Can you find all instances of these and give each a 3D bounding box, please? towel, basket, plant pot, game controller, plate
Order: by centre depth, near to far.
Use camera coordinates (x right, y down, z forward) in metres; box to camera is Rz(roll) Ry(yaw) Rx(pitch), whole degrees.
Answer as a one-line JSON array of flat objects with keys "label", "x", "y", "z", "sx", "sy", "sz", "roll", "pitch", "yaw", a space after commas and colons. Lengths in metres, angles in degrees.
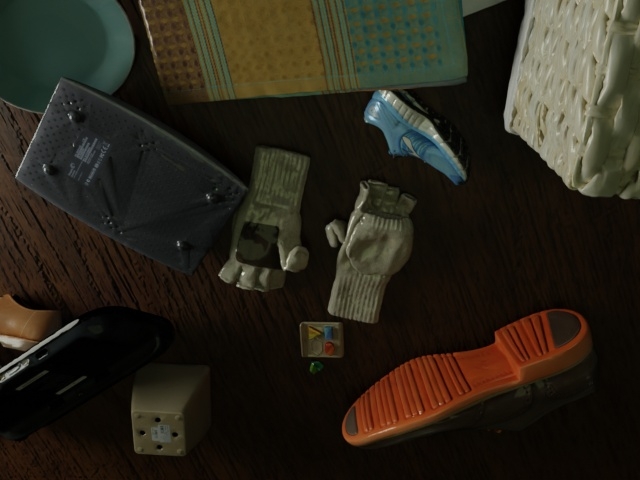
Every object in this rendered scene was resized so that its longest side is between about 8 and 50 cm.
[{"label": "basket", "x": 0.377, "y": -0.212, "z": 0.618, "sx": 0.328, "sy": 0.266, "sz": 0.332, "roll": 7, "pitch": 113, "yaw": 1}, {"label": "towel", "x": -0.031, "y": -0.291, "z": 0.747, "sx": 0.369, "sy": 0.040, "sz": 0.272, "roll": -2, "pitch": 119, "yaw": 14}, {"label": "plate", "x": -0.314, "y": -0.231, "z": 0.795, "sx": 0.188, "sy": 0.024, "sz": 0.188, "roll": -15, "pitch": 139, "yaw": -14}, {"label": "game controller", "x": -0.359, "y": 0.185, "z": 0.937, "sx": 0.319, "sy": 0.067, "sz": 0.166, "roll": -32, "pitch": 144, "yaw": 14}, {"label": "plant pot", "x": -0.221, "y": 0.249, "z": 0.976, "sx": 0.109, "sy": 0.096, "sz": 0.109, "roll": 3, "pitch": 111, "yaw": 3}]

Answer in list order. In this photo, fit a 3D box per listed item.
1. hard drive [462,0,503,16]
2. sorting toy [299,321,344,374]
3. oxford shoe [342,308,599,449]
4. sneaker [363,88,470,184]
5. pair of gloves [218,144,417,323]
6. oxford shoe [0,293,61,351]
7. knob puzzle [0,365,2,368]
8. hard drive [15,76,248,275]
[{"label": "hard drive", "x": 0.179, "y": -0.411, "z": 0.701, "sx": 0.202, "sy": 0.040, "sz": 0.308, "roll": -19, "pitch": 119, "yaw": 10}, {"label": "sorting toy", "x": 0.003, "y": 0.155, "z": 0.973, "sx": 0.061, "sy": 0.012, "sz": 0.083, "roll": -2, "pitch": 111, "yaw": 3}, {"label": "oxford shoe", "x": 0.208, "y": 0.226, "z": 0.932, "sx": 0.363, "sy": 0.130, "sz": 0.133, "roll": -23, "pitch": 115, "yaw": 11}, {"label": "sneaker", "x": 0.121, "y": -0.125, "z": 0.843, "sx": 0.162, "sy": 0.063, "sz": 0.073, "roll": 42, "pitch": 125, "yaw": -8}, {"label": "pair of gloves", "x": 0.000, "y": 0.000, "z": 0.898, "sx": 0.240, "sy": 0.042, "sz": 0.204, "roll": 19, "pitch": 111, "yaw": -5}, {"label": "oxford shoe", "x": -0.463, "y": 0.109, "z": 0.960, "sx": 0.212, "sy": 0.076, "sz": 0.076, "roll": 10, "pitch": 78, "yaw": 5}, {"label": "knob puzzle", "x": -0.563, "y": 0.207, "z": 0.994, "sx": 0.213, "sy": 0.030, "sz": 0.213, "roll": 5, "pitch": 122, "yaw": 8}, {"label": "hard drive", "x": -0.234, "y": -0.080, "z": 0.860, "sx": 0.254, "sy": 0.054, "sz": 0.172, "roll": 31, "pitch": 116, "yaw": -13}]
